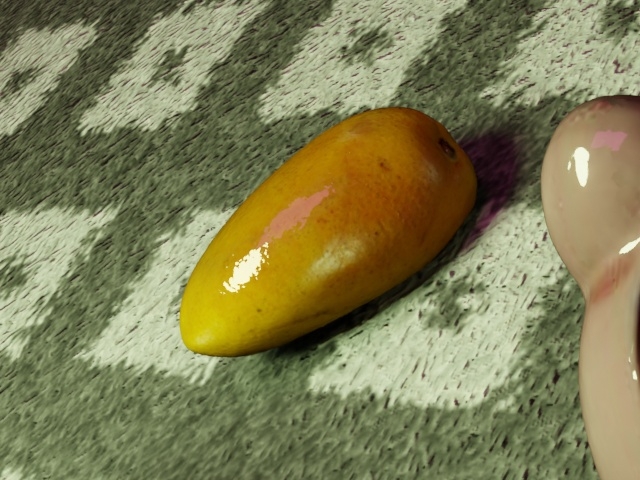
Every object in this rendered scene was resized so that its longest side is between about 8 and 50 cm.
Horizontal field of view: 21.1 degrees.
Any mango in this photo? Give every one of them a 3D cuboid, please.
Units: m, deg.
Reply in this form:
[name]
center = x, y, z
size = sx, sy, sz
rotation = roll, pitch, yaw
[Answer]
[mango]
center = -0.004, -0.005, 1.093
size = 0.217, 0.102, 0.141
rotation = -39, 24, -5

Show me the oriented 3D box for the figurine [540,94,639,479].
[figurine]
center = 0.224, 0.059, 0.684
size = 0.269, 0.261, 0.211
rotation = -7, 71, 41
